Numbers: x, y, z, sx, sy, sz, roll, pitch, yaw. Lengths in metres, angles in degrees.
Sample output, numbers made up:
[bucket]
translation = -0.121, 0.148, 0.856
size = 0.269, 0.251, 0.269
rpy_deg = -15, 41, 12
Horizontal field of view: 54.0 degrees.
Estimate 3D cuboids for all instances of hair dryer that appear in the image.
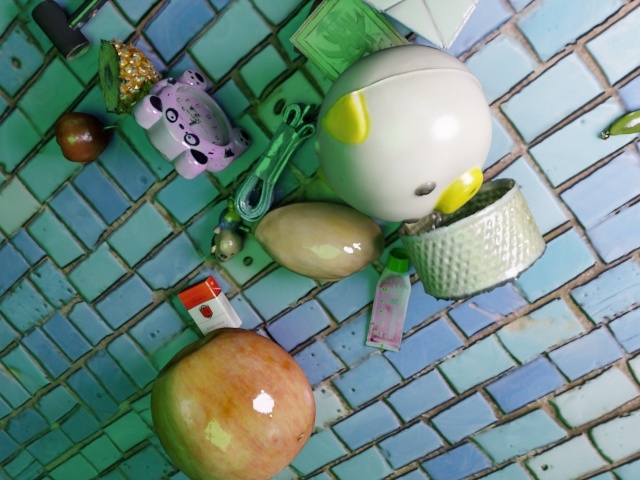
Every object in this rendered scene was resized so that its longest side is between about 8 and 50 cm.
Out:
[hair dryer]
translation = -0.527, -0.536, 1.410
size = 0.255, 0.070, 0.128
rpy_deg = -38, 97, 18

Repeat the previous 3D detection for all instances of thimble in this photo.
[thimble]
translation = 0.304, -0.006, 1.274
size = 0.271, 0.271, 0.150
rpy_deg = -23, 102, 23

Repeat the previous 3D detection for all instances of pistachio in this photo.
[pistachio]
translation = 0.000, 0.000, 1.421
size = 0.293, 0.162, 0.181
rpy_deg = 10, 98, 15

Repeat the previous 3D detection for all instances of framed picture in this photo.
[framed picture]
translation = 0.075, -0.394, 1.289
size = 0.231, 0.010, 0.173
rpy_deg = 42, 114, -10

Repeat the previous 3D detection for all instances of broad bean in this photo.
[broad bean]
translation = 0.675, -0.232, 1.199
size = 0.255, 0.046, 0.065
rpy_deg = -3, 118, 18

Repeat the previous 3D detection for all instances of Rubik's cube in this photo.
[Rubik's cube]
translation = 0.198, -0.497, 1.123
size = 0.231, 0.224, 0.221
rpy_deg = 34, 114, 2

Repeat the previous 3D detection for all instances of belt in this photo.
[belt]
translation = -0.094, -0.175, 1.407
size = 0.087, 0.072, 0.302
rpy_deg = 36, 110, 7

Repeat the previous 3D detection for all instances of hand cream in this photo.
[hand cream]
translation = 0.170, 0.151, 1.503
size = 0.079, 0.050, 0.275
rpy_deg = 27, 125, 32

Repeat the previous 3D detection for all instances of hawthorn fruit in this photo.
[hawthorn fruit]
translation = -0.568, -0.254, 1.503
size = 0.125, 0.125, 0.140
rpy_deg = 40, 83, -3

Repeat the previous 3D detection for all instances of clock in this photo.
[clock]
translation = -0.276, -0.245, 1.347
size = 0.090, 0.248, 0.227
rpy_deg = -34, 99, 27

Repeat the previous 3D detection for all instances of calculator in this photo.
[calculator]
translation = 0.049, -0.409, 1.310
size = 0.191, 0.034, 0.126
rpy_deg = 29, 115, 2

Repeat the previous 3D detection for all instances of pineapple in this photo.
[pineapple]
translation = -0.409, -0.364, 1.409
size = 0.176, 0.137, 0.161
rpy_deg = 51, 136, 36

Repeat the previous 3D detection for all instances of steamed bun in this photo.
[steamed bun]
translation = 0.152, -0.194, 1.188
size = 0.334, 0.333, 0.374
rpy_deg = 20, 159, 7

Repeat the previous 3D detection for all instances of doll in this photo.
[doll]
translation = -0.219, -0.016, 1.520
size = 0.089, 0.102, 0.179
rpy_deg = 51, 130, 41

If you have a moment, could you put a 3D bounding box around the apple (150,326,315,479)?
[apple]
translation = -0.219, 0.394, 1.524
size = 0.391, 0.391, 0.346
rpy_deg = -35, 101, 25

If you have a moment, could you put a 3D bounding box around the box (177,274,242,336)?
[box]
translation = -0.289, 0.178, 1.638
size = 0.100, 0.048, 0.152
rpy_deg = -25, 101, 21
